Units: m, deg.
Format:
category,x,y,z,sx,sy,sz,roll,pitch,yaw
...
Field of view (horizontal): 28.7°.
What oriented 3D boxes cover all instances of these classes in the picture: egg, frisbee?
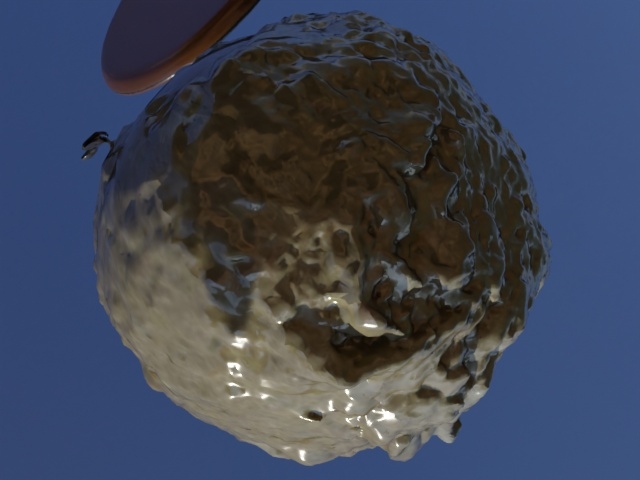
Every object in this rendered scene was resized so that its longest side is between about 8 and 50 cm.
category,x,y,z,sx,sy,sz,roll,pitch,yaw
egg,0.000,0.000,0.731,0.279,0.279,0.310,58,-168,1
frisbee,-0.100,-0.226,1.061,0.021,0.250,0.251,39,-132,-32
